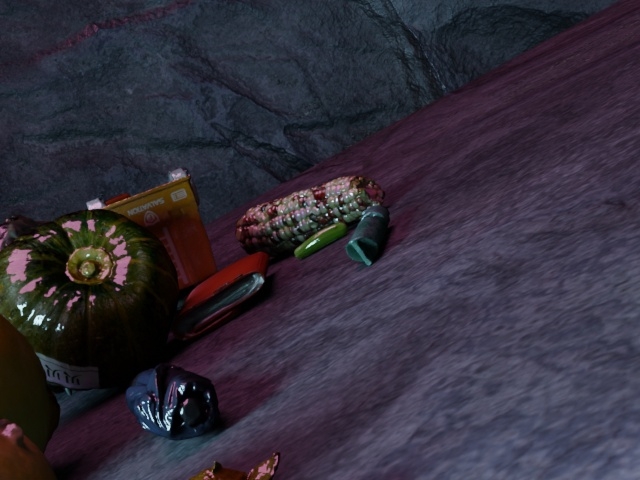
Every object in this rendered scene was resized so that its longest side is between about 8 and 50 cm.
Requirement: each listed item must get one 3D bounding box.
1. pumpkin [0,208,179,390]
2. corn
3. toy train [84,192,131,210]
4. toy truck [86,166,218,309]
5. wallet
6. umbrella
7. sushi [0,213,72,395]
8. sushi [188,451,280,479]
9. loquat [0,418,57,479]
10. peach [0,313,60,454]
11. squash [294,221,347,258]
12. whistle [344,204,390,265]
[{"bbox_3d":[-0.309,0.084,1.274,0.260,0.260,0.189,-34,-28,-30],"label":"pumpkin"},{"bbox_3d":[-0.022,-0.041,1.489,0.281,0.092,0.092,-22,11,41],"label":"corn"},{"bbox_3d":[-0.435,0.039,2.001,0.163,0.231,0.369,-32,8,-35],"label":"toy train"},{"bbox_3d":[-0.273,0.020,1.601,0.173,0.206,0.387,-22,-2,-12],"label":"toy truck"},{"bbox_3d":[-0.134,0.074,1.332,0.142,0.045,0.204,-33,7,2],"label":"wallet"},{"bbox_3d":[-0.143,0.138,0.872,0.071,0.071,0.248,-32,6,-15],"label":"umbrella"},{"bbox_3d":[-0.506,0.132,1.474,0.294,0.281,0.299,-23,1,6],"label":"sushi"},{"bbox_3d":[-0.063,0.152,0.494,0.118,0.061,0.060,-30,19,11],"label":"sushi"},{"bbox_3d":[-0.228,0.173,0.559,0.150,0.204,0.172,0,38,-6],"label":"loquat"},{"bbox_3d":[-0.423,0.173,0.880,0.316,0.314,0.281,-33,-8,-39],"label":"peach"},{"bbox_3d":[0.000,0.000,1.394,0.089,0.027,0.027,-31,7,7],"label":"squash"},{"bbox_3d":[0.059,-0.008,1.168,0.039,0.039,0.186,-28,8,15],"label":"whistle"}]
